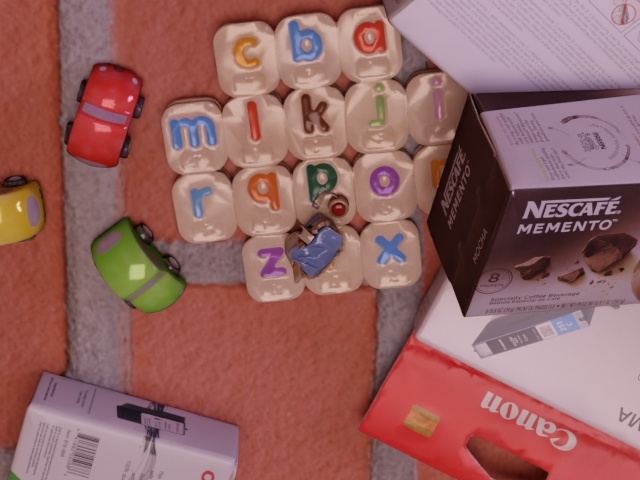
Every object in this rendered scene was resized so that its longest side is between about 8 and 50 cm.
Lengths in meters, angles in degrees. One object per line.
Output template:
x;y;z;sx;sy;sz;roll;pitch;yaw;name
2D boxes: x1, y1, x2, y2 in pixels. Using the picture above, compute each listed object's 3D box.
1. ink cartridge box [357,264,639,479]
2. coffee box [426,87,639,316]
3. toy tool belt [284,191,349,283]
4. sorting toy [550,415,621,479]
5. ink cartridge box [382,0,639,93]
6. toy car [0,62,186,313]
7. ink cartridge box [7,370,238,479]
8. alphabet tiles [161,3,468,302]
0.221;0.144;1.665;0.296;0.066;0.261;26;102;-4;ink cartridge box
0.262;-0.037;1.528;0.297;0.119;0.168;-3;139;-17;coffee box
0.000;0.000;1.626;0.052;0.051;0.083;32;108;-13;toy tool belt
0.339;0.184;1.726;0.229;0.041;0.307;-26;102;8;sorting toy
0.228;-0.197;1.510;0.239;0.060;0.275;-38;125;21;ink cartridge box
-0.211;-0.016;1.639;0.239;0.053;0.225;-37;106;13;toy car
-0.197;0.235;1.713;0.208;0.087;0.153;17;109;-5;ink cartridge box
0.000;-0.078;1.634;0.284;0.021;0.278;-7;113;3;alphabet tiles
